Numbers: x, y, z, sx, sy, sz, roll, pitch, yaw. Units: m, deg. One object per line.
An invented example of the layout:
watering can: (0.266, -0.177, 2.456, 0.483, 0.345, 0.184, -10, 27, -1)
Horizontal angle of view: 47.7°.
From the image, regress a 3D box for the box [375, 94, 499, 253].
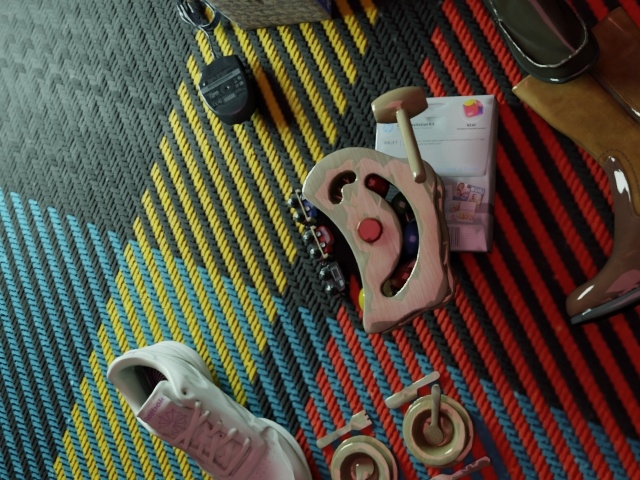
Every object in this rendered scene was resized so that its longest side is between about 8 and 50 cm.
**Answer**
box: (0.138, -0.079, 0.881, 0.145, 0.038, 0.186, 1, 86, 22)

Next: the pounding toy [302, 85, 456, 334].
pounding toy: (0.056, -0.032, 0.804, 0.154, 0.155, 0.269, -8, 82, 17)

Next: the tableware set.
tableware set: (0.091, 0.253, 0.862, 0.194, 0.039, 0.128, -35, 72, 15)

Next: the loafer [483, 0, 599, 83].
loafer: (0.228, -0.263, 0.817, 0.080, 0.078, 0.220, -39, 55, 16)

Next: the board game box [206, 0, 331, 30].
board game box: (-0.087, -0.452, 0.911, 0.141, 0.232, 0.291, 0, 85, 22)

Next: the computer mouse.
computer mouse: (-0.148, -0.261, 1.026, 0.071, 0.041, 0.242, -25, 68, 9)

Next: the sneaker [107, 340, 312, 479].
sneaker: (-0.147, 0.243, 0.902, 0.305, 0.152, 0.114, 35, 96, 21)

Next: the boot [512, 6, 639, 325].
boot: (0.304, -0.080, 0.783, 0.264, 0.096, 0.280, -42, 68, 16)

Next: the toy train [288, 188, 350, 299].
toy train: (0.000, 0.000, 0.935, 0.036, 0.027, 0.158, -28, 75, 14)
